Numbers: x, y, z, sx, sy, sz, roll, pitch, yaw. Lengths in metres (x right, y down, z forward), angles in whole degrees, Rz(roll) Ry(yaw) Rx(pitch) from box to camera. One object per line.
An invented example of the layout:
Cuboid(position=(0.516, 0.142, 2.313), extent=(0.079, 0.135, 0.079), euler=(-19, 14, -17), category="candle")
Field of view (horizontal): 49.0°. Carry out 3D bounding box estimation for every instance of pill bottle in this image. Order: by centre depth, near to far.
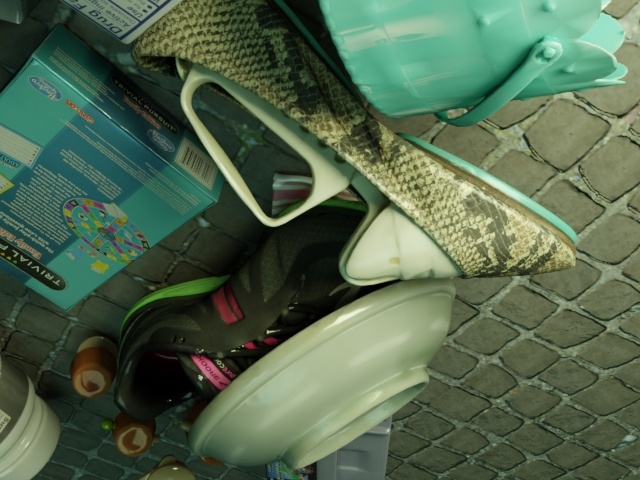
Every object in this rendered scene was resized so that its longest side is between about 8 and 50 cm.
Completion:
Cuboid(position=(-0.605, 0.254, 1.144), extent=(0.204, 0.204, 0.361), euler=(-11, 134, 18), category="pill bottle")

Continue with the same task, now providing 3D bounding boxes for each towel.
Cuboid(position=(0.000, 0.000, 0.938), extent=(0.144, 0.029, 0.197), euler=(8, 134, -1), category="towel")

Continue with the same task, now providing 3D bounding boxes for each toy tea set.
Cuboid(position=(-0.277, 0.284, 1.198), extent=(0.200, 0.124, 0.336), euler=(-33, 107, -7), category="toy tea set")

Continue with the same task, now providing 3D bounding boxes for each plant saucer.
Cuboid(position=(0.028, 0.198, 0.910), extent=(0.400, 0.101, 0.400), euler=(-29, 160, -12), category="plant saucer")

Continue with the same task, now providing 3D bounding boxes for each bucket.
Cuboid(position=(0.120, -0.228, 0.543), extent=(0.183, 0.281, 0.281), euler=(-8, 132, 28), category="bucket")

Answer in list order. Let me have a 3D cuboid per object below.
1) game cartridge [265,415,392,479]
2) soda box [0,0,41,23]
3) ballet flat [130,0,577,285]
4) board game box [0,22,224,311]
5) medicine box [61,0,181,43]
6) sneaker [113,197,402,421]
Cuboid(position=(0.009, 0.383, 1.284), extent=(0.230, 0.068, 0.355), euler=(1, 134, 2), category="game cartridge")
Cuboid(position=(-0.412, -0.302, 0.667), extent=(0.286, 0.091, 0.098), euler=(14, 133, -5), category="soda box")
Cuboid(position=(0.019, -0.072, 0.694), extent=(0.482, 0.164, 0.182), euler=(38, 84, -4), category="ballet flat")
Cuboid(position=(-0.324, -0.069, 0.885), extent=(0.336, 0.079, 0.254), euler=(-31, 122, 32), category="board game box")
Cuboid(position=(-0.156, -0.308, 0.466), extent=(0.263, 0.149, 0.289), euler=(31, 152, -33), category="medicine box")
Cuboid(position=(-0.081, 0.113, 0.895), extent=(0.482, 0.202, 0.185), euler=(-31, 121, 29), category="sneaker")
